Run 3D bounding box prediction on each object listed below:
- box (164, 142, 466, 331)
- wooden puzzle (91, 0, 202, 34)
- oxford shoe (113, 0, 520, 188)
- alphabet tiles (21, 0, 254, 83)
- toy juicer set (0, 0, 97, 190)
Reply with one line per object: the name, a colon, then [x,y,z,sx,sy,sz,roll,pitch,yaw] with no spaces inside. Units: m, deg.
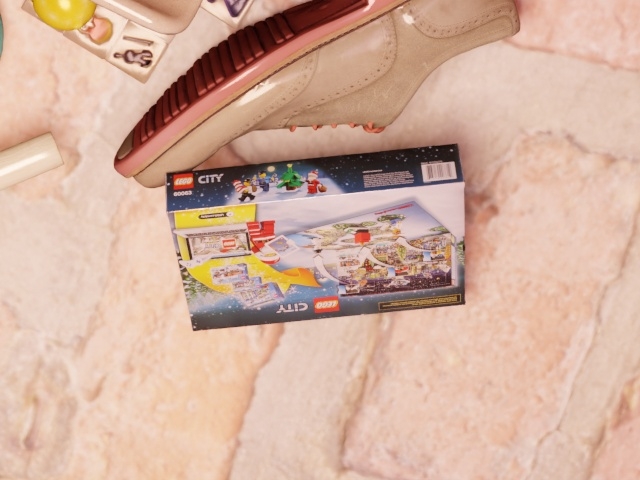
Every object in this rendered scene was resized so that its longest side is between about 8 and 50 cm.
box: [0.000,0.000,1.398,0.233,0.044,0.159,-5,141,0]
wooden puzzle: [-0.180,-0.362,1.289,0.322,0.080,0.347,26,79,-8]
oxford shoe: [-0.001,-0.122,1.370,0.348,0.123,0.130,-31,112,10]
alphabet tiles: [-0.131,-0.254,1.387,0.198,0.009,0.237,31,103,-9]
toy juicer set: [-0.283,-0.162,1.374,0.209,0.089,0.329,-3,102,-11]
